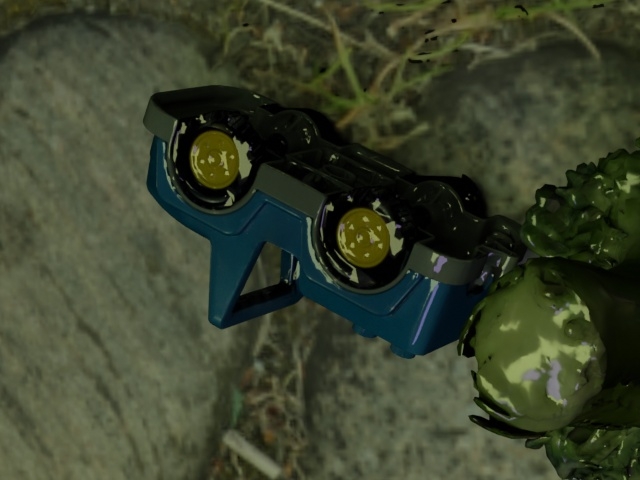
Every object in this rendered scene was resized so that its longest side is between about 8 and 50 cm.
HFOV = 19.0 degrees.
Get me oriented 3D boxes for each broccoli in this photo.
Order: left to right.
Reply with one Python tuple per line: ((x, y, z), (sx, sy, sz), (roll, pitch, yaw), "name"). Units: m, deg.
((0.139, 0.069, 0.747), (0.177, 0.275, 0.199), (-21, 97, 26), "broccoli")

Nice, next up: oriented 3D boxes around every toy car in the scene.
((0.000, 0.000, 0.907), (0.191, 0.097, 0.100), (29, 110, 21), "toy car")
